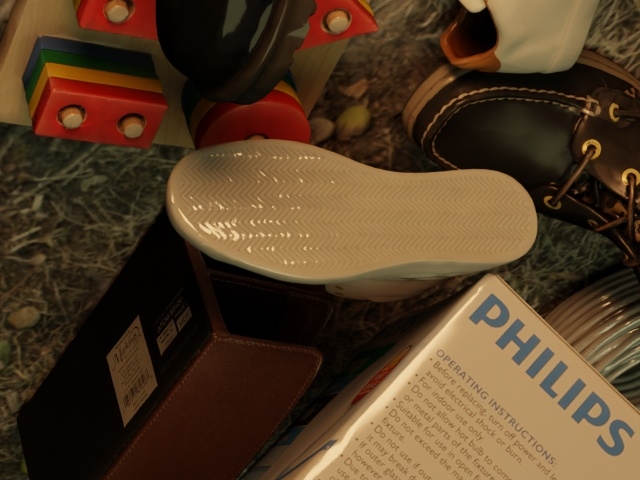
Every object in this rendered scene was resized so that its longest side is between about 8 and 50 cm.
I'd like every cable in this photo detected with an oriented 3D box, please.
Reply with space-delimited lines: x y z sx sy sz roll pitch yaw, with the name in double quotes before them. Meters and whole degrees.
"cable" 0.331 0.127 1.648 0.257 0.089 0.257 -7 137 -17

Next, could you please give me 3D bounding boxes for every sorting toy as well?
"sorting toy" -0.084 -0.152 1.169 0.255 0.089 0.257 6 133 -28

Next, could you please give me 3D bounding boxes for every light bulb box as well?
"light bulb box" 0.058 0.245 1.347 0.361 0.225 0.358 -46 -179 -14

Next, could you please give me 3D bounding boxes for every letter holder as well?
"letter holder" -0.102 0.140 1.439 0.214 0.152 0.302 13 129 -35

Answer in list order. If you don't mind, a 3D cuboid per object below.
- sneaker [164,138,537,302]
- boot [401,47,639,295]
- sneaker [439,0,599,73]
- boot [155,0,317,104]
"sneaker" 0.000 0.000 1.239 0.292 0.108 0.169 6 163 -24
"boot" 0.263 -0.007 1.319 0.377 0.284 0.138 16 128 -33
"sneaker" 0.153 -0.228 1.168 0.123 0.106 0.290 -8 139 -16
"boot" -0.130 -0.257 0.939 0.260 0.131 0.348 0 101 -28
